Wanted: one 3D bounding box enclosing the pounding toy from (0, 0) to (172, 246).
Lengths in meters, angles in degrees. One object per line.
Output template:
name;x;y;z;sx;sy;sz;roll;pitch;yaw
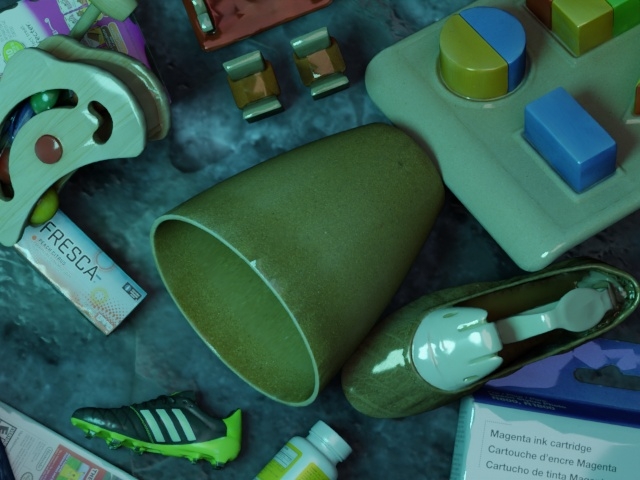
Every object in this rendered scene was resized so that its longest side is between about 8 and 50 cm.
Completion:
pounding toy;-0.226;-0.124;1.770;0.154;0.155;0.269;37;114;3

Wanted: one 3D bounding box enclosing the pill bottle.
pill bottle;-0.023;0.244;1.879;0.065;0.065;0.116;44;81;-3

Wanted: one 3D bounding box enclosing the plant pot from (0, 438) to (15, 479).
plant pot;-0.431;0.215;1.730;0.236;0.212;0.236;-20;84;-6

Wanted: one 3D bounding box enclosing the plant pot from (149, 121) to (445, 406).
plant pot;0.000;0.000;1.841;0.254;0.237;0.237;-39;92;-25

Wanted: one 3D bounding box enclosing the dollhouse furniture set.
dollhouse furniture set;-0.019;-0.280;1.912;0.259;0.135;0.262;-20;88;2

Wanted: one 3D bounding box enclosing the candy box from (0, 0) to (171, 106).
candy box;-0.292;-0.164;1.868;0.233;0.071;0.159;-24;92;-11

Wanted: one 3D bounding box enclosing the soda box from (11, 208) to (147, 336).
soda box;-0.264;0.015;1.865;0.183;0.058;0.063;45;80;-4

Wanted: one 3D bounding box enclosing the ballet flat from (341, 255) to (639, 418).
ballet flat;0.188;0.093;1.858;0.342;0.124;0.116;-15;90;-23

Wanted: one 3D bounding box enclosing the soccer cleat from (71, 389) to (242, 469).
soccer cleat;-0.167;0.186;1.870;0.179;0.060;0.072;13;74;-14

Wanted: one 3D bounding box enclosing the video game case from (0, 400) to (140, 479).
video game case;-0.303;0.294;1.854;0.183;0.023;0.201;31;81;-5

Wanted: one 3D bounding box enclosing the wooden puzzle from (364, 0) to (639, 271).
wooden puzzle;0.264;-0.171;1.866;0.348;0.080;0.322;-32;57;-11

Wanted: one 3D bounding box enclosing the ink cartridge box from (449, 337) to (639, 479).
ink cartridge box;0.299;0.267;1.926;0.324;0.071;0.330;9;85;-7
